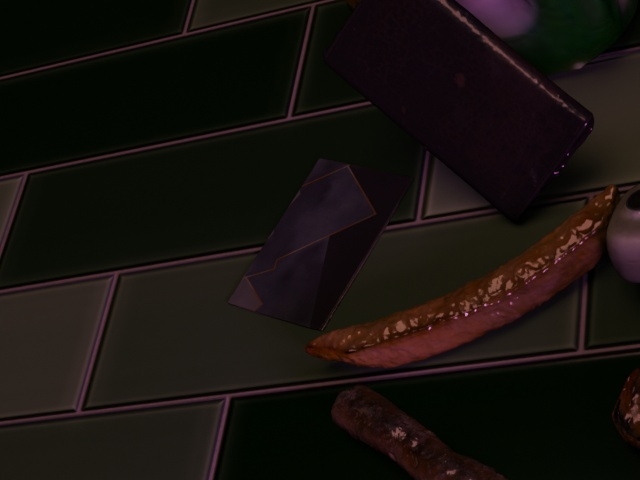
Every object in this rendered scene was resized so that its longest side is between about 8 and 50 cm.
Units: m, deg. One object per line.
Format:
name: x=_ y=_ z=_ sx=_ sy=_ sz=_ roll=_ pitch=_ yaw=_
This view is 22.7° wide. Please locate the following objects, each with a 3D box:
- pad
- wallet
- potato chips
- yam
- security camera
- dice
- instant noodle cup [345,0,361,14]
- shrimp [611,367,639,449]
pad: x=0.000 y=0.000 z=2.027 sx=0.163 sy=0.004 sz=0.243 roll=13 pitch=62 yaw=39
wallet: x=0.161 y=-0.182 z=1.893 sx=0.321 sy=0.044 sz=0.170 roll=42 pitch=122 yaw=13
potato chips: x=0.172 y=0.067 z=1.816 sx=0.407 sy=0.057 sz=0.080 roll=-28 pitch=50 yaw=13
yam: x=0.110 y=0.232 z=1.724 sx=0.061 sy=0.061 sz=0.253 roll=-48 pitch=46 yaw=-13
security camera: x=0.454 y=-0.021 z=1.685 sx=0.301 sy=0.080 sz=0.157 roll=-4 pitch=30 yaw=29
dice: x=0.238 y=-0.397 z=2.006 sx=0.287 sy=0.297 sz=0.300 roll=-2 pitch=52 yaw=28
instant noodle cup: x=0.088 y=-0.361 z=2.192 sx=0.151 sy=0.122 sz=0.151 roll=-19 pitch=46 yaw=21
shrimp: x=0.380 y=0.102 z=1.661 sx=0.117 sy=0.066 sz=0.262 roll=4 pitch=53 yaw=35
